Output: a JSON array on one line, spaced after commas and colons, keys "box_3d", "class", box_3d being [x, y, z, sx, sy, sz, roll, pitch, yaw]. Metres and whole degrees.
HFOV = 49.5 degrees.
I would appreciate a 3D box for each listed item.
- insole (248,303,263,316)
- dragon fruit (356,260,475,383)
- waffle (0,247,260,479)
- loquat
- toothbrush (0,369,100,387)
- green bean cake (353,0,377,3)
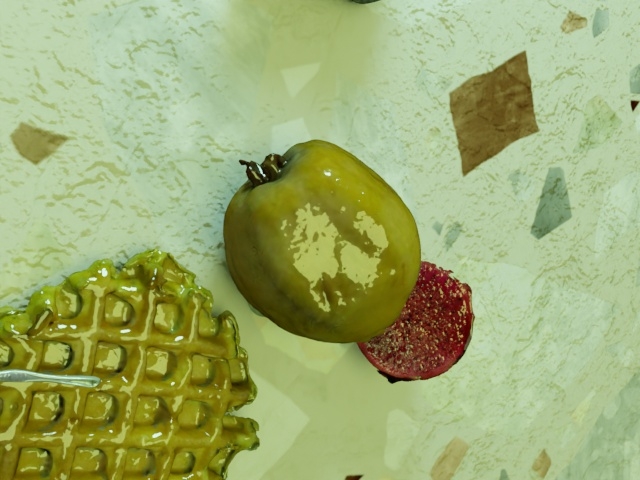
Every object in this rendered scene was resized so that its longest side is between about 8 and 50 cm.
[{"box_3d": [0.001, 0.057, 0.829, 0.197, 0.004, 0.065, -8, 100, -32], "class": "insole"}, {"box_3d": [0.113, 0.094, 0.858, 0.153, 0.111, 0.153, 1, 94, 11], "class": "dragon fruit"}, {"box_3d": [-0.208, 0.174, 0.672, 0.325, 0.068, 0.302, -38, 115, -25], "class": "waffle"}, {"box_3d": [0.000, 0.000, 0.720, 0.234, 0.176, 0.187, 47, 71, -9], "class": "loquat"}, {"box_3d": [-0.254, 0.116, 0.590, 0.131, 0.013, 0.011, 11, 103, -26], "class": "toothbrush"}, {"box_3d": [0.031, -0.386, 0.736, 0.198, 0.097, 0.233, 16, 88, -33], "class": "green bean cake"}]
